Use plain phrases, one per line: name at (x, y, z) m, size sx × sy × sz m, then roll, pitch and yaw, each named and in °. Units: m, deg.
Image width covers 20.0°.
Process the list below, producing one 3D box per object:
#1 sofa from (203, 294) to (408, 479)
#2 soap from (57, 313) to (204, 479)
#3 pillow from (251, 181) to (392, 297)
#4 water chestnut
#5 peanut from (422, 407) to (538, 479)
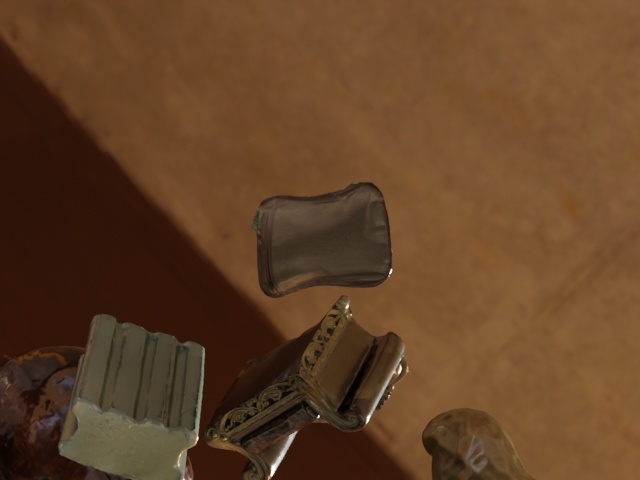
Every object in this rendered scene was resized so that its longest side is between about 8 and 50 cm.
sofa at (-0.009, 0.235, 2.566) m, size 0.182 × 0.200 × 0.258 m, roll 47°, pitch -52°, yaw -11°
soap at (-0.166, 0.141, 1.617) m, size 0.114 × 0.198 × 0.063 m, roll 18°, pitch -72°, yaw -7°
pillow at (0.000, 0.000, 2.217) m, size 0.233 × 0.038 × 0.130 m, roll -9°, pitch -99°, yaw 44°
water chestnut at (-0.354, 0.316, 2.492) m, size 0.350 × 0.302 × 0.350 m, roll 47°, pitch -10°, yaw 11°
peanut at (0.229, 0.317, 2.119) m, size 0.298 × 0.136 × 0.120 m, roll 49°, pitch -34°, yaw 19°
